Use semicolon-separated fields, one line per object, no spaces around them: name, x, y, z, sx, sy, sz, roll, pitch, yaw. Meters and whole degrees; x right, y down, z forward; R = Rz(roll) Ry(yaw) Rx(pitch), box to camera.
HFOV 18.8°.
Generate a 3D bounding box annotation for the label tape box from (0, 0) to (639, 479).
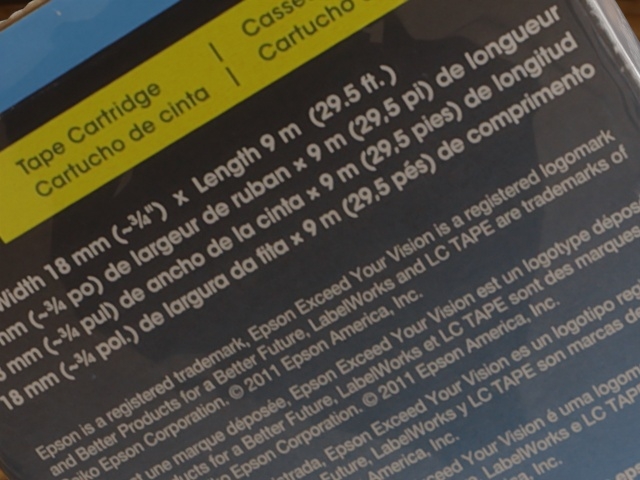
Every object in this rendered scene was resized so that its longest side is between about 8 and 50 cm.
label tape box;0.000;0.000;0.627;0.241;0.106;0.333;-29;-74;15
